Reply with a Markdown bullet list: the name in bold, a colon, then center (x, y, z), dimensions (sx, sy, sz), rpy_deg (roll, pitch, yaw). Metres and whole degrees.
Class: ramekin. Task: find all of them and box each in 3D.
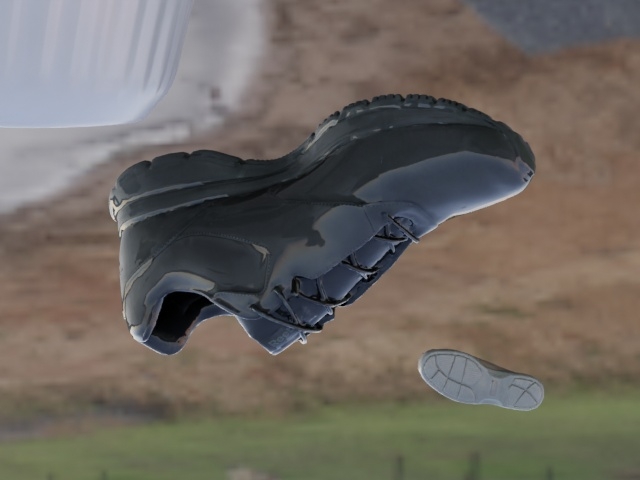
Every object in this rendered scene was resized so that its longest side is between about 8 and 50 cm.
- **ramekin**: center (-0.175, -0.120, 0.807), dimensions (0.273, 0.127, 0.273), rpy_deg (3, -172, 0)

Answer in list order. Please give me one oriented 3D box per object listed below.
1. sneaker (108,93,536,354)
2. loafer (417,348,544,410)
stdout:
- **sneaker**: center (0.000, 0.000, 1.165), dimensions (0.286, 0.130, 0.109), rpy_deg (-16, 150, 28)
- **loafer**: center (0.143, 0.127, 1.758), dimensions (0.125, 0.045, 0.039), rpy_deg (17, -175, -17)
